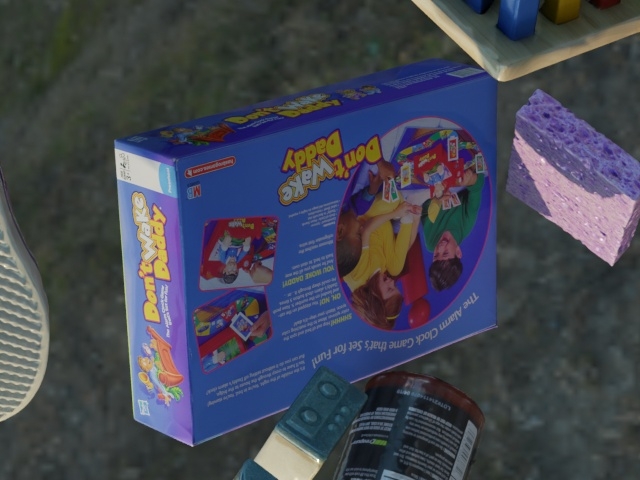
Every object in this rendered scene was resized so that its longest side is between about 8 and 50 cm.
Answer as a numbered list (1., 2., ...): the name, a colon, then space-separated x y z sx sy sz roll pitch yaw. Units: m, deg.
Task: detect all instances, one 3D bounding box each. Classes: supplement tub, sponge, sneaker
1. supplement tub: 0.055 0.209 1.516 0.106 0.106 0.198 -21 41 52
2. sponge: 0.209 -0.047 1.572 0.117 0.210 0.031 38 80 12
3. sneaker: -0.252 -0.013 1.339 0.161 0.102 0.282 -115 20 -51

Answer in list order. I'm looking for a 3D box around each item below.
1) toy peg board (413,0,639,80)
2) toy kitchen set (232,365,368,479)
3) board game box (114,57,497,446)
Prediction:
1. toy peg board: 0.137 -0.199 1.240 0.161 0.160 0.079 48 148 37
2. toy kitchen set: 0.051 0.186 1.286 0.207 0.166 0.122 37 126 3
3. board game box: 0.000 0.000 1.568 0.078 0.347 0.233 18 117 45
